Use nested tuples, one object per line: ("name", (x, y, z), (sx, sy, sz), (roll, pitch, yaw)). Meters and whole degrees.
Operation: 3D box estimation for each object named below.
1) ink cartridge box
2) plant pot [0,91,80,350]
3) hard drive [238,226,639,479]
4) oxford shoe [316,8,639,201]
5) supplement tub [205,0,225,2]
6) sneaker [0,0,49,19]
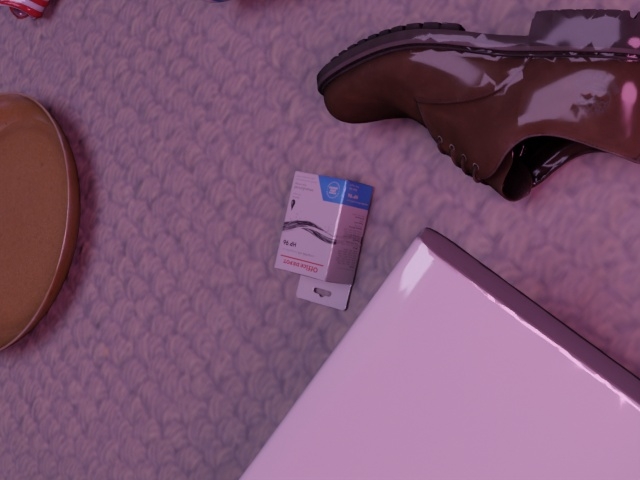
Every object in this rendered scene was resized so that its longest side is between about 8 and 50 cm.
("ink cartridge box", (0.000, 0.000, 0.687), (0.048, 0.028, 0.083), (13, 91, 43))
("plant pot", (-0.283, -0.014, 0.943), (0.236, 0.032, 0.236), (-8, 77, 40))
("hard drive", (0.046, 0.174, 0.544), (0.203, 0.040, 0.307), (37, 110, 5))
("oxford shoe", (0.084, -0.072, 0.591), (0.227, 0.083, 0.096), (6, 91, 43))
("supplement tub", (-0.046, -0.209, 0.738), (0.107, 0.071, 0.071), (0, 83, 42))
("sneaker", (-0.283, -0.248, 0.976), (0.118, 0.042, 0.067), (41, 106, 36))
